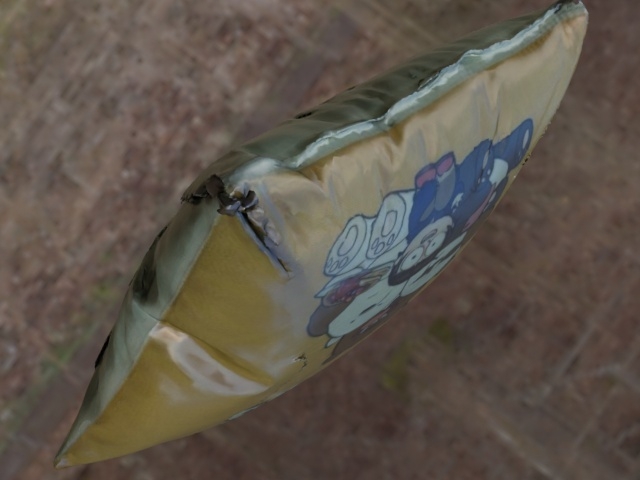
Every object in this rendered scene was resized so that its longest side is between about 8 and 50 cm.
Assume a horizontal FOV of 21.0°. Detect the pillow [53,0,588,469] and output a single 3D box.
[{"bbox_3d":[0.000,0.000,1.028,0.310,0.119,0.312,-33,168,-39],"label":"pillow"}]
